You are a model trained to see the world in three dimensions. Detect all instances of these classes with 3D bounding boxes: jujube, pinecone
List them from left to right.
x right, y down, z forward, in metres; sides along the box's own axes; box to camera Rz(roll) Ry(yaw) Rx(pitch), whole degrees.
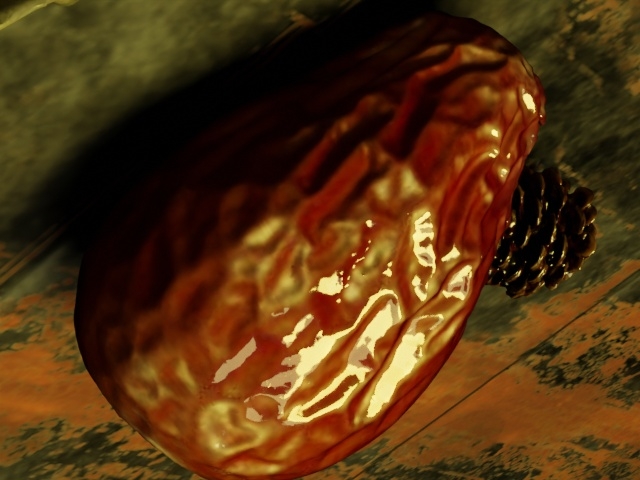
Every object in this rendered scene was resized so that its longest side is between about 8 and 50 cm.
[{"bbox_3d":[0.000,0.000,0.792,0.236,0.168,0.168,-47,153,2],"label":"jujube"},{"bbox_3d":[0.108,-0.008,0.970,0.083,0.077,0.077,25,124,-33],"label":"pinecone"}]

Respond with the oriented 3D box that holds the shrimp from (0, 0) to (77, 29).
[{"bbox_3d":[-0.240,-0.014,0.573,0.360,0.085,0.247,-28,161,-14],"label":"shrimp"}]
